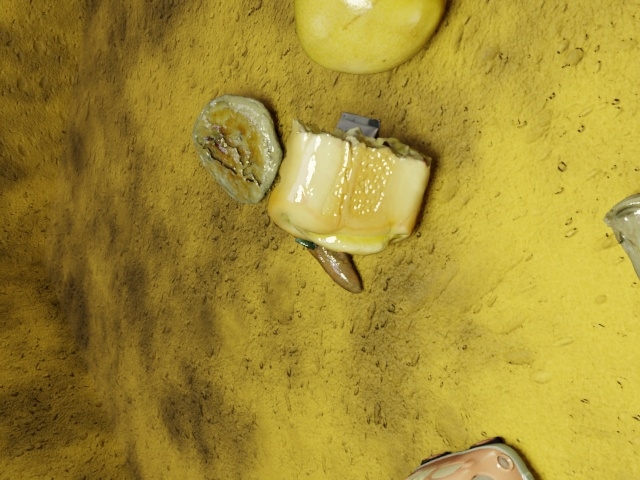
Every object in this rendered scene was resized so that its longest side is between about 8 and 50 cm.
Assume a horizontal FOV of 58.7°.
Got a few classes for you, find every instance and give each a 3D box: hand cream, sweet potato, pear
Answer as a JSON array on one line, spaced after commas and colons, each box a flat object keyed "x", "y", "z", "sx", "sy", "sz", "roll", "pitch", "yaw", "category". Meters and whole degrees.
[{"x": 0.030, "y": -0.140, "z": 1.323, "sx": 0.121, "sy": 0.076, "sz": 0.336, "roll": 21, "pitch": 85, "yaw": 37, "category": "hand cream"}, {"x": -0.001, "y": -0.004, "z": 1.408, "sx": 0.341, "sy": 0.092, "sz": 0.114, "roll": 45, "pitch": 149, "yaw": 38, "category": "sweet potato"}, {"x": 0.093, "y": -0.484, "z": 1.124, "sx": 0.314, "sy": 0.314, "sz": 0.314, "roll": 4, "pitch": 95, "yaw": 49, "category": "pear"}]

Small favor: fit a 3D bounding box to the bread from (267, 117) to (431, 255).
[{"x": 0.057, "y": -0.106, "z": 1.184, "sx": 0.211, "sy": 0.315, "sz": 0.270, "roll": -102, "pitch": 24, "yaw": -70, "category": "bread"}]

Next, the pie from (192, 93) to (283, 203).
[{"x": -0.237, "y": -0.254, "z": 1.619, "sx": 0.339, "sy": 0.077, "sz": 0.339, "roll": 23, "pitch": 127, "yaw": 33, "category": "pie"}]

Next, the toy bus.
[{"x": 0.247, "y": 0.497, "z": 1.049, "sx": 0.287, "sy": 0.232, "sz": 0.194, "roll": -39, "pitch": 61, "yaw": 45, "category": "toy bus"}]

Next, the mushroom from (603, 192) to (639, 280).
[{"x": 0.550, "y": 0.074, "z": 0.739, "sx": 0.397, "sy": 0.126, "sz": 0.177, "roll": 36, "pitch": 133, "yaw": 41, "category": "mushroom"}]
